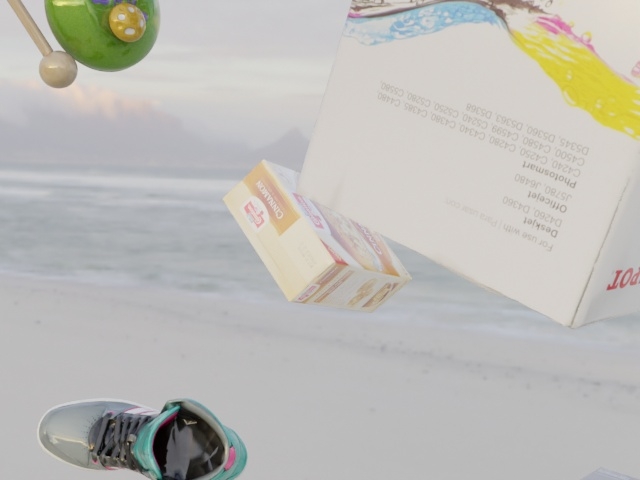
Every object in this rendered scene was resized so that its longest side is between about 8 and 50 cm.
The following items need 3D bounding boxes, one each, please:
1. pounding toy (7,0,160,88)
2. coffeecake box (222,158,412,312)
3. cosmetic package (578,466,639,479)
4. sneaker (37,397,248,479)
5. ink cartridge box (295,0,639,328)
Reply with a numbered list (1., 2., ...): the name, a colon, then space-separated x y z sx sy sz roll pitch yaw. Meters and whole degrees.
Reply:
1. pounding toy: -0.303 -0.328 1.390 0.110 0.182 0.237 -5 22 48
2. coffeecake box: 0.000 0.000 1.075 0.068 0.142 0.185 -43 -25 18
3. cosmetic package: 0.476 0.505 1.761 0.238 0.107 0.127 -23 16 -32
4. sneaker: -0.241 0.269 1.322 0.296 0.123 0.178 9 -17 -4
5. ink cartridge box: 0.149 -0.116 0.580 0.197 0.270 0.198 27 18 33
